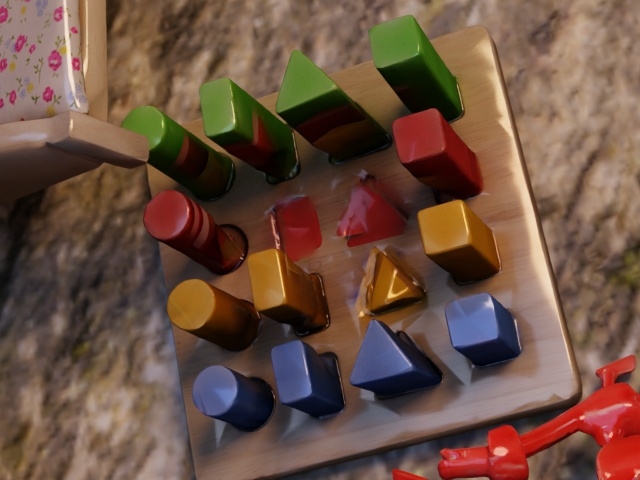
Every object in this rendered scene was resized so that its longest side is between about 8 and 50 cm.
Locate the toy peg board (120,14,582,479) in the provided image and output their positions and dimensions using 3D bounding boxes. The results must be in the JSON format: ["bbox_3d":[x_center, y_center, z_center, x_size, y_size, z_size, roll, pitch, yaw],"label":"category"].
[{"bbox_3d":[0.000,0.000,0.537,0.161,0.079,0.161,-17,70,17],"label":"toy peg board"}]

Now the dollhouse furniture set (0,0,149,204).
[{"bbox_3d":[-0.197,-0.064,0.525,0.355,0.173,0.303,-18,68,35],"label":"dollhouse furniture set"}]

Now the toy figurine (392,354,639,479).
[{"bbox_3d":[0.191,0.189,0.390,0.362,0.191,0.217,10,113,36],"label":"toy figurine"}]
